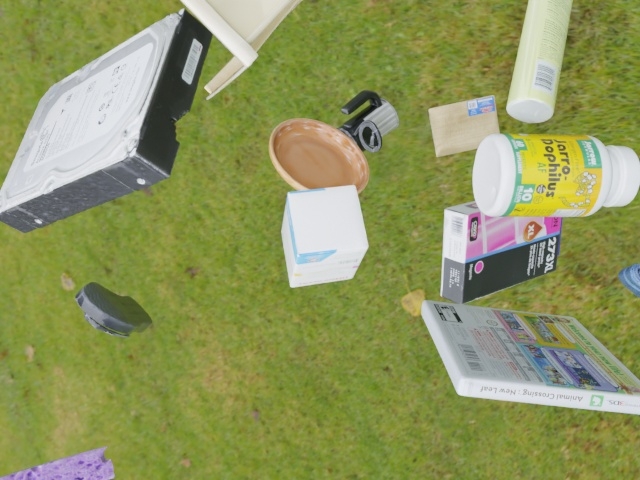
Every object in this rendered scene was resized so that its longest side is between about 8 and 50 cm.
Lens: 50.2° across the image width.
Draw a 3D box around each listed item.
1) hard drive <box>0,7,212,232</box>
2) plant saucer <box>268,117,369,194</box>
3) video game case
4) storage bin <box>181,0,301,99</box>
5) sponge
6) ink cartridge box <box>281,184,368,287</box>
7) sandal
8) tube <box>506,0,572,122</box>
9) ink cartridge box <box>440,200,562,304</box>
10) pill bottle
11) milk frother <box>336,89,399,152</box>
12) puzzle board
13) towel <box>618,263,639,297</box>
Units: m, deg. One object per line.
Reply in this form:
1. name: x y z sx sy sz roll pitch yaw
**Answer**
1. hard drive: -0.303 -0.153 0.926 0.339 0.064 0.237 -13 54 39
2. plant saucer: -0.005 -0.145 1.271 0.200 0.200 0.037 52 138 19
3. video game case: 0.222 0.121 0.743 0.193 0.212 0.023 7 105 -3
4. storage bin: -0.138 -0.264 0.570 0.262 0.123 0.260 44 172 -16
5. sponge: -0.287 0.223 0.585 0.210 0.117 0.031 -25 78 34
6. ink cartridge box: 0.000 0.000 0.914 0.143 0.092 0.090 110 151 -67
7. sandal: -0.350 0.133 1.162 0.054 0.254 0.097 -42 78 -6
8. tube: 0.305 -0.277 0.930 0.062 0.070 0.240 12 74 10
9. ink cartridge box: 0.385 -0.006 1.340 0.069 0.371 0.176 21 118 48
10. pill bottle: 0.334 -0.091 0.968 0.117 0.208 0.118 180 90 -81
11. milk frother: 0.123 -0.255 1.541 0.143 0.134 0.129 38 156 30
12. puzzle board: 0.280 -0.222 1.326 0.128 0.011 0.096 -12 106 4
13. towel: 0.464 0.062 0.979 0.067 0.119 0.029 39 95 15
